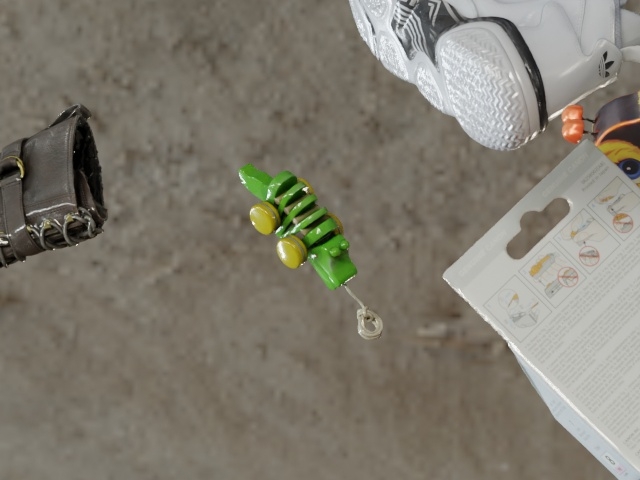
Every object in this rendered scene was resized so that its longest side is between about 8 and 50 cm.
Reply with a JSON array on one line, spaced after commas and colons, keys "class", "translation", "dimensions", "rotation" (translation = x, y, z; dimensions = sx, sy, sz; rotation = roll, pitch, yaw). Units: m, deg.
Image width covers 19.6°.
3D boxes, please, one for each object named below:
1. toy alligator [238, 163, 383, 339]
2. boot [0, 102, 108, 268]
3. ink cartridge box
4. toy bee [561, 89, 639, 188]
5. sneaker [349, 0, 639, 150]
[{"class": "toy alligator", "translation": [0.000, 0.000, 1.580], "dimensions": [0.056, 0.190, 0.051], "rotation": [-34, 170, -35]}, {"class": "boot", "translation": [-0.296, 0.010, 1.645], "dimensions": [0.229, 0.263, 0.091], "rotation": [-16, 147, 18]}, {"class": "ink cartridge box", "translation": [0.241, 0.060, 1.539], "dimensions": [0.232, 0.189, 0.066], "rotation": [43, 161, 13]}, {"class": "toy bee", "translation": [0.303, -0.093, 1.628], "dimensions": [0.162, 0.298, 0.195], "rotation": [27, -170, -12]}, {"class": "sneaker", "translation": [0.174, -0.234, 1.853], "dimensions": [0.210, 0.366, 0.137], "rotation": [-24, 133, -17]}]
